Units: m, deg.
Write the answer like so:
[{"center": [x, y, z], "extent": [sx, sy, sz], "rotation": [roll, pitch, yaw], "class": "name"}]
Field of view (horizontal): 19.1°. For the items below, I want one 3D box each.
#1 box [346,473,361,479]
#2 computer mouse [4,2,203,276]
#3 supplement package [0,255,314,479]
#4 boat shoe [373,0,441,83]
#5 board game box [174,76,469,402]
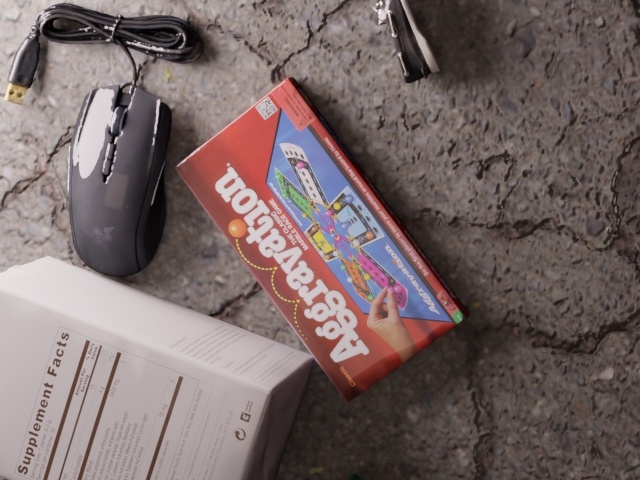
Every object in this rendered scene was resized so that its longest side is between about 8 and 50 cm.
[{"center": [0.038, 0.316, 1.793], "extent": [0.043, 0.105, 0.179], "rotation": [-14, 93, 14], "class": "box"}, {"center": [-0.228, -0.101, 1.827], "extent": [0.184, 0.060, 0.262], "rotation": [15, 100, 10], "class": "computer mouse"}, {"center": [-0.183, 0.152, 1.787], "extent": [0.293, 0.177, 0.175], "rotation": [20, 102, 11], "class": "supplement package"}, {"center": [0.069, -0.205, 1.753], "extent": [0.038, 0.046, 0.125], "rotation": [-25, 99, 10], "class": "boat shoe"}, {"center": [0.000, 0.000, 1.803], "extent": [0.145, 0.027, 0.281], "rotation": [-37, 88, 16], "class": "board game box"}]
